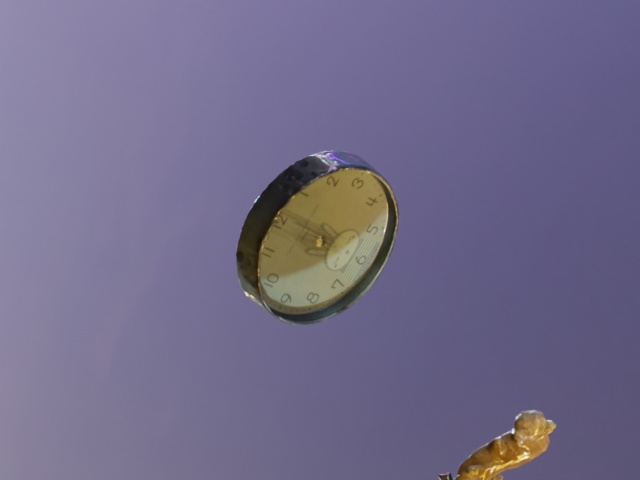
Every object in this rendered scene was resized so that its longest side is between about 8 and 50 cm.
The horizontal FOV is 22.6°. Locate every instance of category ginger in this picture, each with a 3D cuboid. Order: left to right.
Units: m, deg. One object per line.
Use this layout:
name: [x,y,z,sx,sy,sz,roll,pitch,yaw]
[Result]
ginger: [0.223,0.301,2.095,0.052,0.176,0.193,52,-17,24]

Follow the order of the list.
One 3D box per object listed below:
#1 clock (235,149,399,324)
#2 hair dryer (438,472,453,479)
clock: [0.000,0.000,1.877,0.042,0.215,0.215,37,-67,42]
hair dryer: [0.208,0.373,1.869,0.195,0.248,0.078,-13,-158,30]
